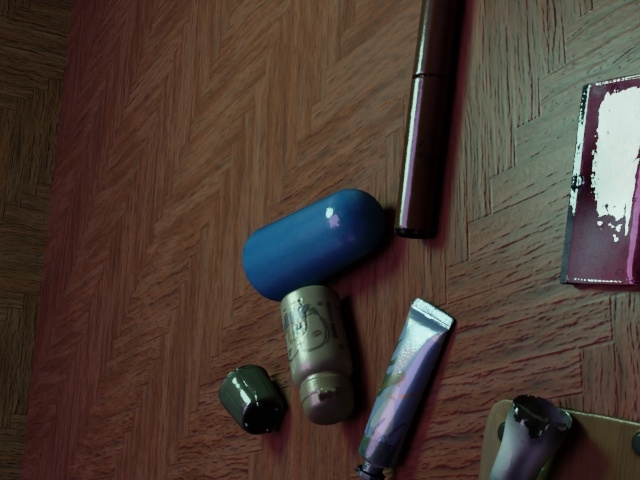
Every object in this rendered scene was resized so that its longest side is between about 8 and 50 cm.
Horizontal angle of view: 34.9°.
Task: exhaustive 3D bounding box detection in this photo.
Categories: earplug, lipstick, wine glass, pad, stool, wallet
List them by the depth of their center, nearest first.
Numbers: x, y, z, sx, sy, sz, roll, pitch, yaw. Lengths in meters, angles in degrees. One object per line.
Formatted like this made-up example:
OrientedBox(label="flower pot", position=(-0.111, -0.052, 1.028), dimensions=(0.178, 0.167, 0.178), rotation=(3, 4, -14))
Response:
OrientedBox(label="pad", position=(0.255, 0.327, 1.113), dimensions=(0.284, 0.018, 0.286), rotation=(-3, 76, 62))
OrientedBox(label="wallet", position=(0.321, -0.064, 1.118), dimensions=(0.119, 0.025, 0.232), rotation=(0, 81, 61))
OrientedBox(label="wine glass", position=(0.217, 0.252, 1.123), dimensions=(0.072, 0.072, 0.155), rotation=(49, 122, 57))
OrientedBox(label="lipstick", position=(0.150, -0.179, 1.447), dimensions=(0.057, 0.057, 0.356), rotation=(-5, 76, 62))
OrientedBox(label="earplug", position=(0.000, 0.000, 1.599), dimensions=(0.273, 0.132, 0.132), rotation=(-28, 56, 52))
OrientedBox(label="stool", position=(-0.116, 0.274, 1.749), dimensions=(0.110, 0.096, 0.096), rotation=(48, 123, 50))

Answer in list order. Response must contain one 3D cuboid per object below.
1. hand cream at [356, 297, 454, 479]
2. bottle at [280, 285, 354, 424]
OrientedBox(label="hand cream", position=(0.112, 0.208, 1.396), dimensions=(0.088, 0.055, 0.256), rotation=(31, 101, 57))
OrientedBox(label="bottle", position=(-0.001, 0.183, 1.563), dimensions=(0.110, 0.097, 0.209), rotation=(83, 177, -56))
